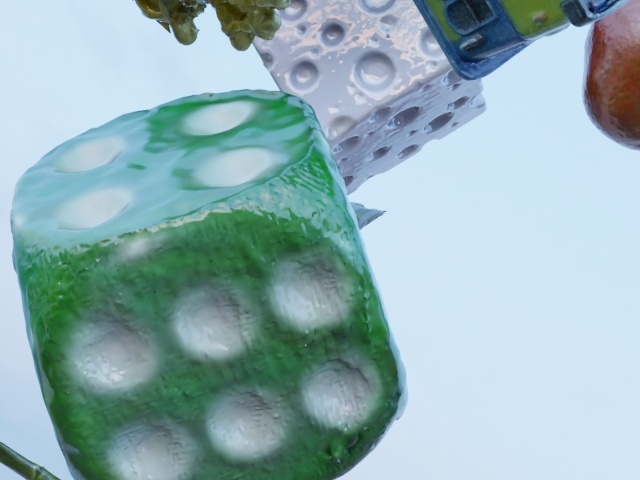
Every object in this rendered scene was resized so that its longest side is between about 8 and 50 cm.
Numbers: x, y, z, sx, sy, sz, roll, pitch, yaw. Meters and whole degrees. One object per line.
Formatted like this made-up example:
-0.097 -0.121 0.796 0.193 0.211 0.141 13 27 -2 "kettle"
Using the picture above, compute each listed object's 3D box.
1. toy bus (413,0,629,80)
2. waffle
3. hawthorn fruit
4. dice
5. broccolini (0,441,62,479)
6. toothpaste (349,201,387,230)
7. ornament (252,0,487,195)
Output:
0.139 -0.317 1.111 0.190 0.152 0.312 -22 -78 52 "toy bus"
-0.142 -0.311 1.382 0.261 0.056 0.250 41 -34 -7 "waffle"
0.398 -0.227 1.579 0.196 0.196 0.226 66 2 -61 "hawthorn fruit"
-0.101 0.051 1.154 0.300 0.297 0.287 -110 -174 -62 "dice"
-0.225 0.126 0.857 0.218 0.042 0.044 36 16 -8 "broccolini"
0.000 0.000 1.857 0.078 0.248 0.047 13 -57 33 "toothpaste"
0.056 -0.242 1.727 0.239 0.239 0.240 61 2 16 "ornament"
